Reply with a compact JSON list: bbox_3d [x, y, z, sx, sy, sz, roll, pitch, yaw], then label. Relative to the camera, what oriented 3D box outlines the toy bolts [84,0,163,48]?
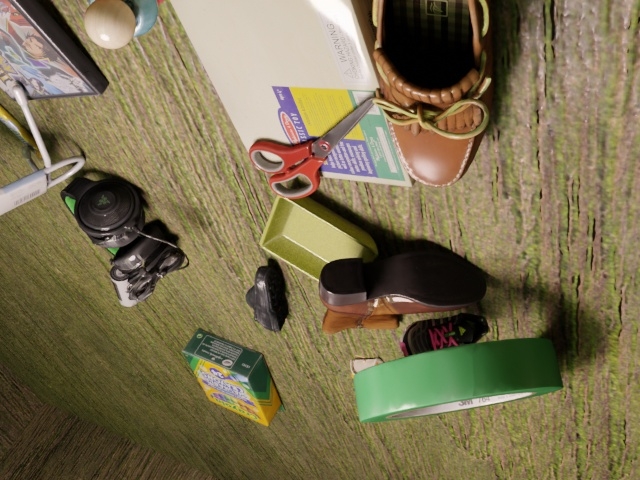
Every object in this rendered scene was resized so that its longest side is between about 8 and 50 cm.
[{"bbox_3d":[-0.304,-0.327,0.873,0.218,0.158,0.228,-25,125,25],"label":"toy bolts"}]

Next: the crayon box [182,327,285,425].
[{"bbox_3d":[-0.226,0.384,1.951,0.203,0.083,0.323,17,147,24],"label":"crayon box"}]

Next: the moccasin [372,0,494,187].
[{"bbox_3d":[0.119,-0.187,0.754,0.139,0.147,0.380,15,146,12],"label":"moccasin"}]

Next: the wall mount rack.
[{"bbox_3d":[-0.624,-0.133,1.355,0.130,0.350,0.304,56,155,2],"label":"wall mount rack"}]

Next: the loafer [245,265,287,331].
[{"bbox_3d":[-0.117,0.119,1.479,0.078,0.076,0.223,16,150,12],"label":"loafer"}]

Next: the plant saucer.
[{"bbox_3d":[0.000,0.000,1.233,0.188,0.045,0.188,31,149,2],"label":"plant saucer"}]

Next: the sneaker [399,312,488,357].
[{"bbox_3d":[0.202,0.148,1.152,0.075,0.170,0.063,-24,78,53],"label":"sneaker"}]

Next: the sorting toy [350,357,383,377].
[{"bbox_3d":[0.114,0.283,1.552,0.075,0.045,0.083,27,155,-31],"label":"sorting toy"}]

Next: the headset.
[{"bbox_3d":[-0.410,0.007,1.476,0.394,0.185,0.243,18,149,44],"label":"headset"}]

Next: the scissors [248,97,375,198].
[{"bbox_3d":[0.006,-0.119,0.986,0.297,0.021,0.109,-13,125,49],"label":"scissors"}]

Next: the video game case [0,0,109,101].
[{"bbox_3d":[-0.519,-0.337,1.186,0.248,0.035,0.275,4,147,34],"label":"video game case"}]

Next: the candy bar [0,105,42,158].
[{"bbox_3d":[-0.629,-0.231,1.496,0.040,0.018,0.161,-5,134,45],"label":"candy bar"}]

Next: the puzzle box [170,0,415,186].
[{"bbox_3d":[-0.041,-0.240,0.920,0.272,0.052,0.409,10,143,32],"label":"puzzle box"}]

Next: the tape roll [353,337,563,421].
[{"bbox_3d":[0.215,0.226,1.154,0.321,0.077,0.321,-8,162,-2],"label":"tape roll"}]

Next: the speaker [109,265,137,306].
[{"bbox_3d":[-0.492,0.114,1.831,0.055,0.055,0.136,26,149,11],"label":"speaker"}]

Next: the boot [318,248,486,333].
[{"bbox_3d":[0.129,0.115,1.223,0.264,0.096,0.280,-6,156,1],"label":"boot"}]
